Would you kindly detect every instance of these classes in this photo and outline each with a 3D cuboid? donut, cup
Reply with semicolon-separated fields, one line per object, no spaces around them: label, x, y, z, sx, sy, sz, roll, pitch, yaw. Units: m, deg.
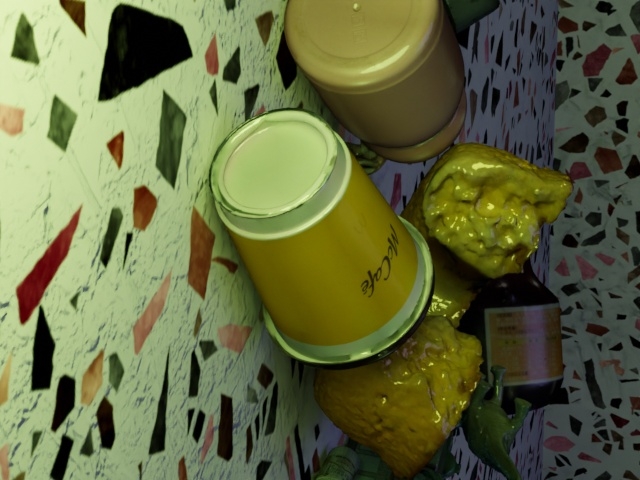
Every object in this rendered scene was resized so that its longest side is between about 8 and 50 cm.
donut;0.125;0.078;1.586;0.435;0.163;0.377;-61;-178;-24
cup;0.000;0.000;1.293;0.279;0.196;0.196;61;39;-51

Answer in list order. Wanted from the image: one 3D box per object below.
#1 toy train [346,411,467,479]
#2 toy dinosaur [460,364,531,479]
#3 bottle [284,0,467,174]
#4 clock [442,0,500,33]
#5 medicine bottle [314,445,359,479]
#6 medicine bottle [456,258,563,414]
toy train;0.115;0.332;1.810;0.326;0.159;0.129;-65;158;-55
toy dinosaur;0.249;0.275;1.886;0.363;0.076;0.147;-124;-134;-73
bottle;0.066;-0.188;1.462;0.206;0.173;0.297;-43;156;0
clock;0.116;-0.388;1.457;0.312;0.061;0.312;63;6;-12
medicine bottle;0.019;0.314;1.674;0.083;0.047;0.047;-56;148;-56
medicine bottle;0.287;0.083;2.142;0.242;0.242;0.395;-15;103;-72
